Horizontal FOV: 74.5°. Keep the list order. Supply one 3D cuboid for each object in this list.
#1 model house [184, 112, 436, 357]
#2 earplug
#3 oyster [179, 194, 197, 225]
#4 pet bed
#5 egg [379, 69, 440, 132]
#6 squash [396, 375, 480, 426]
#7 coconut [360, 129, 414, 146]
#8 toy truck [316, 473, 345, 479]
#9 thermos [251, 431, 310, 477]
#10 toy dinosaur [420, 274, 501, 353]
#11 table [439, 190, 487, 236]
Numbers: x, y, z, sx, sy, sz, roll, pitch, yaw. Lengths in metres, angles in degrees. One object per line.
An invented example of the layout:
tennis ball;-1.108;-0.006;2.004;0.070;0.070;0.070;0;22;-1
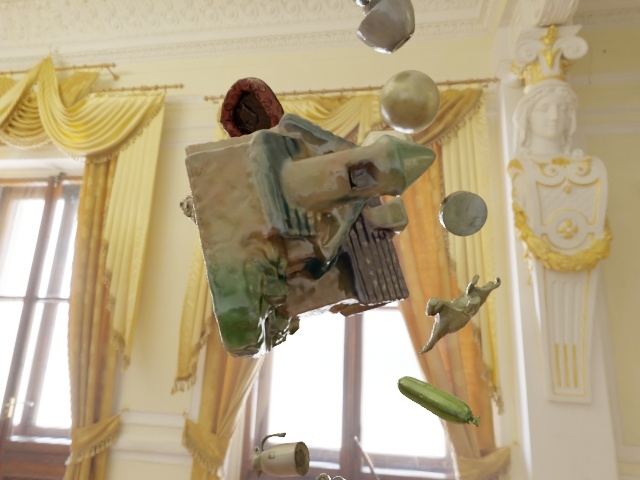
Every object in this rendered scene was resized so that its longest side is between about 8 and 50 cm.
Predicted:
model house;0.000;0.000;0.549;0.279;0.245;0.312;-13;-16;-10
earplug;0.183;-0.711;1.208;0.175;0.214;0.326;27;-35;37
oyster;-0.348;-0.088;1.364;0.111;0.396;0.204;-46;-51;10
pet bed;-0.176;-0.319;1.102;0.201;0.053;0.201;17;-51;21
egg;0.281;-0.431;1.324;0.185;0.186;0.241;-2;1;17
squash;0.440;0.613;1.609;0.101;0.102;0.378;13;-3;-37
coconut;0.278;-0.360;1.842;0.265;0.238;0.237;-3;-14;-3
toy truck;0.062;0.562;0.891;0.191;0.092;0.083;-2;-41;20
thermos;-0.144;0.725;1.426;0.193;0.137;0.105;-17;-29;23
toy dinosaur;0.353;0.167;1.046;0.294;0.077;0.162;-22;-38;-21
table;0.424;-0.081;1.256;0.133;0.134;0.043;2;16;1
